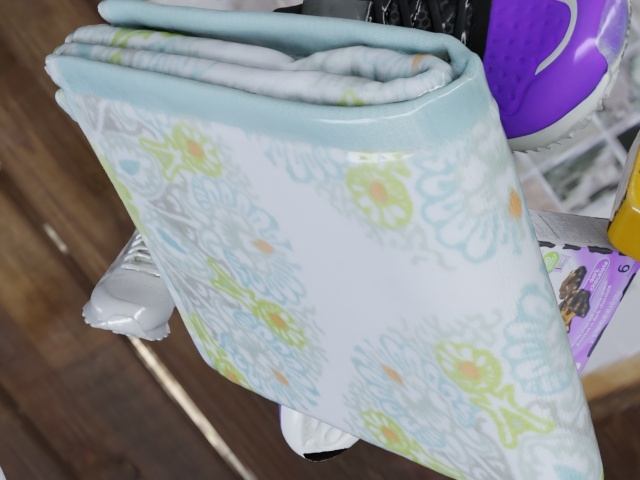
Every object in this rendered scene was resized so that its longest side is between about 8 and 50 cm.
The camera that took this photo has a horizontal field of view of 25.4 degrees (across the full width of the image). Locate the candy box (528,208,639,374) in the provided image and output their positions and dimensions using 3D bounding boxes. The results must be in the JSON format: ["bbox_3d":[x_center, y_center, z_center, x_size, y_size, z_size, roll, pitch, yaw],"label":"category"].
[{"bbox_3d":[0.205,0.054,1.436,0.070,0.196,0.165,56,132,46],"label":"candy box"}]

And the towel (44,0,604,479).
[{"bbox_3d":[0.000,0.000,0.931,0.374,0.320,0.090,17,52,45],"label":"towel"}]

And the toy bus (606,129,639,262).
[{"bbox_3d":[0.445,0.002,1.339,0.108,0.332,0.130,92,-163,-68],"label":"toy bus"}]

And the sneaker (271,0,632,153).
[{"bbox_3d":[0.058,-0.124,0.907,0.293,0.146,0.102,-1,73,56],"label":"sneaker"}]

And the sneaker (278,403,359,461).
[{"bbox_3d":[-0.020,0.031,1.439,0.130,0.323,0.236,0,20,-39],"label":"sneaker"}]

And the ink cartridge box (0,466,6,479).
[{"bbox_3d":[-0.427,0.224,1.451,0.272,0.309,0.130,-18,-10,-46],"label":"ink cartridge box"}]

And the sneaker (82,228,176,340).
[{"bbox_3d":[-0.174,0.029,1.416,0.235,0.090,0.095,-83,13,-74],"label":"sneaker"}]
